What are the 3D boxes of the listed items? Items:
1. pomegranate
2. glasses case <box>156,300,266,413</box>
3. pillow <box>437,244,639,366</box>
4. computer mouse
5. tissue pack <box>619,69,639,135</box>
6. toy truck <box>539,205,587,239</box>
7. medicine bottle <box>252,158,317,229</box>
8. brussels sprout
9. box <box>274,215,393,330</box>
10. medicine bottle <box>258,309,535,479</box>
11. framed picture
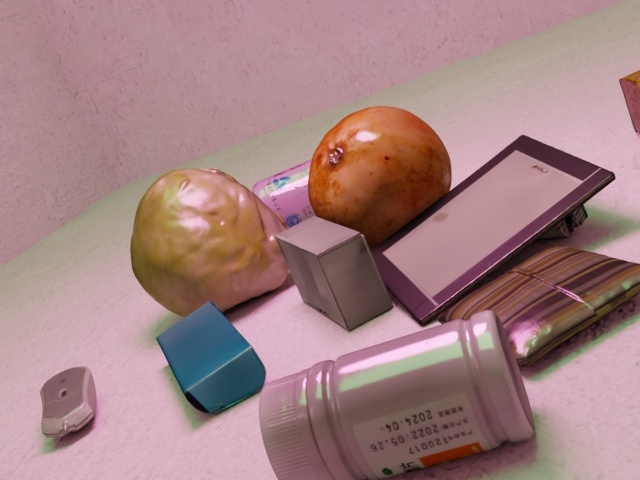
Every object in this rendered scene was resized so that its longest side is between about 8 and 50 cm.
[{"bbox_3d":[0.118,-0.103,1.476,0.270,0.252,0.229,14,18,-41],"label":"pomegranate"},{"bbox_3d":[-0.173,0.180,1.296,0.117,0.070,0.301,-33,18,-10],"label":"glasses case"},{"bbox_3d":[0.272,0.069,1.028,0.208,0.052,0.212,-31,15,-12],"label":"pillow"},{"bbox_3d":[-0.399,0.267,1.343,0.089,0.056,0.182,-27,24,-6],"label":"computer mouse"},{"bbox_3d":[0.641,-0.267,1.500,0.169,0.120,0.082,-22,13,0],"label":"tissue pack"},{"bbox_3d":[0.311,-0.033,1.301,0.201,0.074,0.088,-7,31,44],"label":"toy truck"},{"bbox_3d":[-0.009,-0.102,1.842,0.254,0.152,0.152,-22,15,5],"label":"medicine bottle"},{"bbox_3d":[-0.216,0.014,1.575,0.274,0.316,0.243,-50,-7,-23],"label":"brussels sprout"},{"bbox_3d":[0.017,0.045,1.338,0.086,0.130,0.225,-26,15,-13],"label":"box"},{"bbox_3d":[0.075,0.166,0.840,0.249,0.133,0.133,-18,16,13],"label":"medicine bottle"},{"bbox_3d":[0.238,-0.028,1.273,0.347,0.016,0.265,-38,24,-2],"label":"framed picture"}]
